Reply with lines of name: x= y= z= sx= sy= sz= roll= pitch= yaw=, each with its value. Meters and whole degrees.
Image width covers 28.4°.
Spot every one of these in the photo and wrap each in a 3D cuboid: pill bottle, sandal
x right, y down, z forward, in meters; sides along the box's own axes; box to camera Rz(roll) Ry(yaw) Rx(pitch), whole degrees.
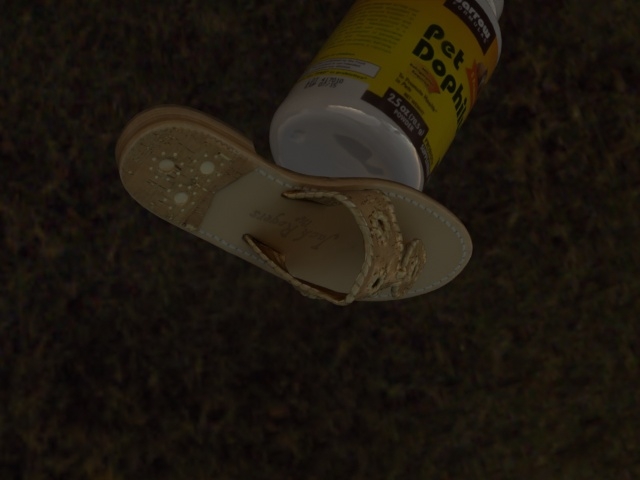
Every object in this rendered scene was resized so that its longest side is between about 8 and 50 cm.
pill bottle: x=0.058 y=-0.121 z=0.926 sx=0.117 sy=0.215 sz=0.117 roll=20 pitch=143 yaw=16
sandal: x=-0.004 y=0.005 z=0.709 sx=0.240 sy=0.079 sz=0.088 roll=23 pitch=117 yaw=-30
